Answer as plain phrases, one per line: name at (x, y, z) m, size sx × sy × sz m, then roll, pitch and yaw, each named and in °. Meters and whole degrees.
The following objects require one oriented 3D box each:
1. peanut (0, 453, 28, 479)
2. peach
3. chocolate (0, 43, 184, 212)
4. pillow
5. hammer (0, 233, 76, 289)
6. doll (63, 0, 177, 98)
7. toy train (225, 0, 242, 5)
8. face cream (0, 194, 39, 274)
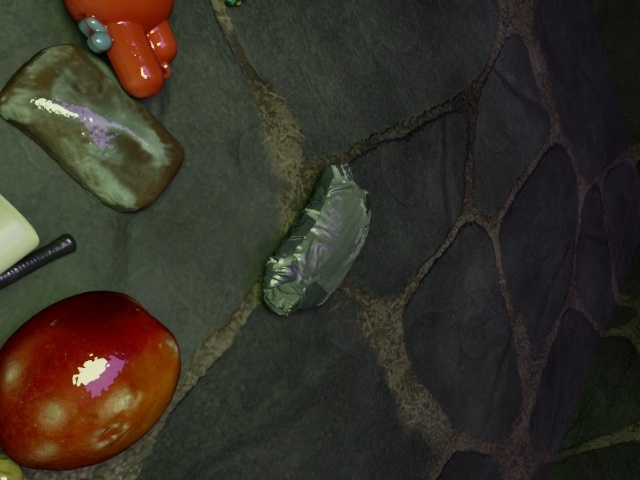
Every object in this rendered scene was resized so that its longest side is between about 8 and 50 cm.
peanut at (-0.441, 0.350, 0.639) m, size 0.233 × 0.110 × 0.196 m, roll -43°, pitch 113°, yaw -35°
peach at (-0.296, 0.180, 0.724) m, size 0.243 × 0.199 × 0.243 m, roll -34°, pitch 147°, yaw -26°
chocolate at (-0.301, -0.158, 0.798) m, size 0.254 × 0.080 × 0.157 m, roll 48°, pitch 59°, yaw -32°
pillow at (0.000, 0.000, 1.078) m, size 0.161 × 0.093 × 0.335 m, roll 45°, pitch 61°, yaw -28°
hammer at (-0.421, 0.062, 0.719) m, size 0.246 × 0.029 × 0.103 m, roll -35°, pitch 113°, yaw -40°
doll at (-0.279, -0.341, 0.783) m, size 0.161 × 0.130 × 0.290 m, roll -37°, pitch 109°, yaw -55°
toy train at (-0.143, -0.465, 0.978) m, size 0.081 × 0.050 × 0.122 m, roll 39°, pitch 65°, yaw -29°
face cream at (-0.492, 0.053, 0.582) m, size 0.173 × 0.081 × 0.348 m, roll 39°, pitch 57°, yaw 7°
